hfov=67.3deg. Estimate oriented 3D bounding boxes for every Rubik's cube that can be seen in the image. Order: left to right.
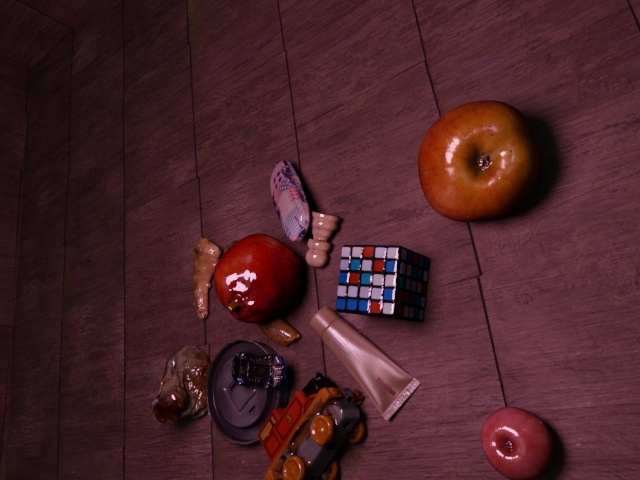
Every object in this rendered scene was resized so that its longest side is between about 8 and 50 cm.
[{"bbox_3d":[0.166,0.114,1.280,0.184,0.187,0.182,2,81,34],"label":"Rubik's cube"}]

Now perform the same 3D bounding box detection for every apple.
[{"bbox_3d":[0.369,-0.191,1.154,0.301,0.301,0.302,-9,75,34],"label":"apple"},{"bbox_3d":[0.430,0.447,1.059,0.153,0.120,0.154,-9,75,35],"label":"apple"}]

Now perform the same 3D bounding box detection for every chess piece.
[{"bbox_3d":[0.000,0.000,1.485,0.094,0.094,0.171,11,90,36],"label":"chess piece"}]

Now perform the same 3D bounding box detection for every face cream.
[{"bbox_3d":[0.109,0.325,1.347,0.341,0.084,0.137,43,95,27],"label":"face cream"}]

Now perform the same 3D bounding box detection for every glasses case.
[{"bbox_3d":[-0.101,-0.135,1.550,0.125,0.076,0.328,-65,33,38],"label":"glasses case"}]

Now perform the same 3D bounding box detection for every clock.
[{"bbox_3d":[-0.242,0.485,1.559,0.324,0.067,0.326,-8,75,34],"label":"clock"}]

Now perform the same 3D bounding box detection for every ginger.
[{"bbox_3d":[-0.420,0.139,1.760,0.131,0.086,0.295,2,89,26],"label":"ginger"}]

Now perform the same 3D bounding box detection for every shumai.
[{"bbox_3d":[-0.503,0.487,1.663,0.272,0.203,0.222,43,104,38],"label":"shumai"}]

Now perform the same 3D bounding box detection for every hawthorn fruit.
[{"bbox_3d":[-0.201,0.124,1.456,0.265,0.307,0.266,9,113,21],"label":"hawthorn fruit"}]

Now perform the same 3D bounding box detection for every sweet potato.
[{"bbox_3d":[-0.170,0.268,1.551,0.243,0.077,0.077,25,94,35],"label":"sweet potato"}]

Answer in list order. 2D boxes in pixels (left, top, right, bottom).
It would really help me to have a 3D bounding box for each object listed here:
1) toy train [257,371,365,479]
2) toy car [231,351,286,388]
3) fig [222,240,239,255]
[{"bbox_3d":[-0.038,0.542,1.351,0.231,0.163,0.369,41,104,43],"label":"toy train"},{"bbox_3d":[-0.188,0.394,1.460,0.216,0.063,0.103,-7,74,40],"label":"toy car"},{"bbox_3d":[-0.285,0.056,1.661,0.156,0.123,0.123,38,102,51],"label":"fig"}]
